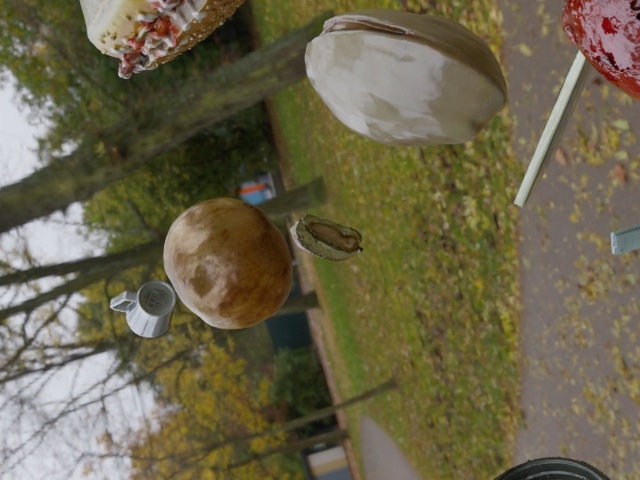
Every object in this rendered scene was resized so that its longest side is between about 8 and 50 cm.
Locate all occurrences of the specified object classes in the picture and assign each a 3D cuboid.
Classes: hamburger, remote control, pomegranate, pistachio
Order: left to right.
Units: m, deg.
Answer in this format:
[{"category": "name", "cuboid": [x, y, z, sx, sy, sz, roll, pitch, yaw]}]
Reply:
[{"category": "hamburger", "cuboid": [-0.162, -0.309, 1.006, 0.151, 0.227, 0.295, 56, 146, 0]}, {"category": "pomegranate", "cuboid": [-0.169, 0.044, 1.554, 0.248, 0.248, 0.248, 165, 90, -86]}, {"category": "hamburger", "cuboid": [0.001, 0.001, 1.942, 0.102, 0.176, 0.087, -8, 70, 62]}, {"category": "pistachio", "cuboid": [0.176, -0.332, 1.772, 0.281, 0.445, 0.365, -63, -32, -14]}, {"category": "remote control", "cuboid": [0.746, -0.013, 1.957, 0.029, 0.162, 0.061, -116, 9, -63]}]

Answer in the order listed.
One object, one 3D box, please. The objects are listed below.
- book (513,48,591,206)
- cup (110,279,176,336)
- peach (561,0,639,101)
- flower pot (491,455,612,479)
[{"category": "book", "cuboid": [0.471, -0.271, 1.610, 0.264, 0.031, 0.379, -50, -20, -47]}, {"category": "cup", "cuboid": [-0.287, 0.106, 1.388, 0.116, 0.104, 0.074, 130, 153, -64]}, {"category": "peach", "cuboid": [0.523, -0.334, 1.181, 0.370, 0.370, 0.370, 165, 90, -86]}, {"category": "flower pot", "cuboid": [0.338, 0.442, 1.230, 0.141, 0.235, 0.235, 63, -178, -28]}]
